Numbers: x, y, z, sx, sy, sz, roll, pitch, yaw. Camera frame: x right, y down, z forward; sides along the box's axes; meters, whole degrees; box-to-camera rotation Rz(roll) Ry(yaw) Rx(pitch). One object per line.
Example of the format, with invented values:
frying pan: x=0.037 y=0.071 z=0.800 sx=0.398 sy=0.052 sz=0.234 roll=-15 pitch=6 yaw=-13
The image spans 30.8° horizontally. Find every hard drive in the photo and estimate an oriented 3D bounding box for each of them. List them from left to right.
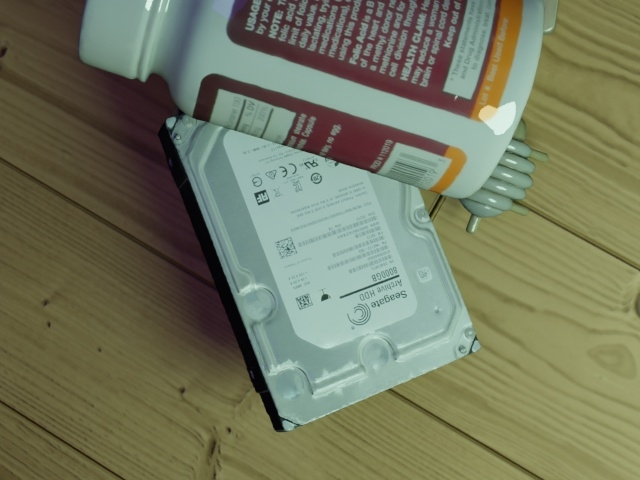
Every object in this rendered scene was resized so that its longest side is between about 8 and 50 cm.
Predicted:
hard drive: x=0.000 y=0.000 z=1.208 sx=0.237 sy=0.064 sz=0.339 roll=-19 pitch=87 yaw=-19

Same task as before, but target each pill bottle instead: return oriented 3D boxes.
pill bottle: x=-0.011 y=-0.198 z=1.092 sx=0.392 sy=0.224 sz=0.224 roll=17 pitch=94 yaw=-8

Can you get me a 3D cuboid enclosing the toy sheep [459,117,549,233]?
toy sheep: x=0.182 y=-0.068 z=1.214 sx=0.091 sy=0.091 sz=0.132 roll=18 pitch=91 yaw=10

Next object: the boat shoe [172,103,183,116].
boat shoe: x=-0.077 y=-0.239 z=1.257 sx=0.104 sy=0.089 sz=0.285 roll=22 pitch=96 yaw=10

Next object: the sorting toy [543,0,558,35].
sorting toy: x=0.132 y=-0.359 z=1.216 sx=0.255 sy=0.089 sz=0.257 roll=7 pitch=92 yaw=11
